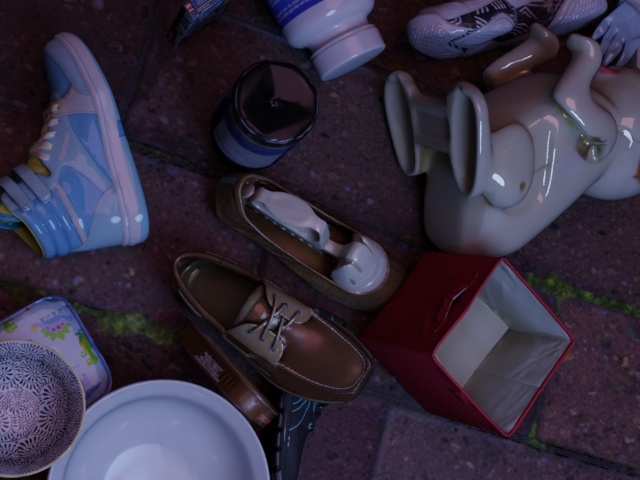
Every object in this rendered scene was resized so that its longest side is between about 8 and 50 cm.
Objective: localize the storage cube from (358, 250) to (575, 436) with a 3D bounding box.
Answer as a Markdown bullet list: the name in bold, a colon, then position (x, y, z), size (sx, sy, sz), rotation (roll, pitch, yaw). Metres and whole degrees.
- **storage cube**: position (0.210, 0.146, 1.622), size (0.215, 0.193, 0.183), rotation (47, 70, -24)

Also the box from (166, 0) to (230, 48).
- **box**: position (-0.173, -0.338, 1.641), size (0.094, 0.137, 0.027), rotation (-39, 94, -20)

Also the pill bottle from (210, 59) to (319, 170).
- **pill bottle**: position (-0.089, -0.169, 1.593), size (0.123, 0.219, 0.123), rotation (3, 80, -16)

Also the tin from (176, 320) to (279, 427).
- **tin**: position (-0.131, 0.187, 1.554), size (0.040, 0.106, 0.190), rotation (-46, 60, -1)

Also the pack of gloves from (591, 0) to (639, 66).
- **pack of gloves**: position (0.562, -0.339, 1.816), size (0.195, 0.046, 0.232), rotation (38, 73, -7)

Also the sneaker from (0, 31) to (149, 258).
- **sneaker**: position (-0.379, -0.124, 1.547), size (0.208, 0.127, 0.319), rotation (-18, 85, -20)

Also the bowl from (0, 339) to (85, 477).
- **bowl**: position (-0.387, 0.214, 1.412), size (0.170, 0.080, 0.170), rotation (3, 78, -15)

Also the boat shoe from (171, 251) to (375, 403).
- **boat shoe**: position (-0.080, 0.115, 1.531), size (0.324, 0.120, 0.122), rotation (27, 78, 20)

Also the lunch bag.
- **lunch bag**: position (-0.404, 0.192, 1.501), size (0.219, 0.090, 0.176), rotation (-32, 90, -20)

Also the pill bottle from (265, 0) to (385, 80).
- **pill bottle**: position (-0.012, -0.387, 1.692), size (0.152, 0.152, 0.272), rotation (-26, 89, -19)

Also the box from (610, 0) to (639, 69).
- **box**: position (0.568, -0.391, 1.901), size (0.113, 0.094, 0.275), rotation (11, 78, -14)

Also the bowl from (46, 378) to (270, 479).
- **bowl**: position (-0.226, 0.339, 1.507), size (0.298, 0.134, 0.298), rotation (3, 80, -17)

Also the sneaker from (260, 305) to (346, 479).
- **sneaker**: position (-0.021, 0.223, 1.609), size (0.106, 0.101, 0.267), rotation (10, 78, -18)

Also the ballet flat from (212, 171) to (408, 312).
- **ballet flat**: position (0.000, 0.000, 1.641), size (0.342, 0.124, 0.116), rotation (34, 72, -9)

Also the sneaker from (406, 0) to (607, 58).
- **sneaker**: position (0.280, -0.423, 1.801), size (0.366, 0.137, 0.210), rotation (-14, 83, -23)

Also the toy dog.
- **toy dog**: position (0.358, -0.134, 1.699), size (0.408, 0.284, 0.395), rotation (-16, 99, -19)
